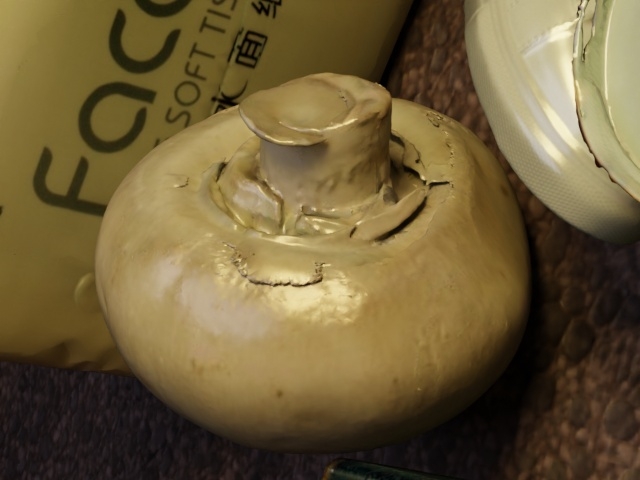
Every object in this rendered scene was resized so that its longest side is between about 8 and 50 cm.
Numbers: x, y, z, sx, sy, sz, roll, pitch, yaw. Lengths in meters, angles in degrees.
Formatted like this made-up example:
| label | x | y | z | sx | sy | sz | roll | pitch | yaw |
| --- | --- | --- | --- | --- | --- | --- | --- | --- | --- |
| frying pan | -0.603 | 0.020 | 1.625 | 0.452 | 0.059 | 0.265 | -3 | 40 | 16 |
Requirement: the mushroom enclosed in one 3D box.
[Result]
| label | x | y | z | sx | sy | sz | roll | pitch | yaw |
| --- | --- | --- | --- | --- | --- | --- | --- | --- | --- |
| mushroom | 0.000 | 0.000 | 0.836 | 0.202 | 0.246 | 0.246 | 93 | 158 | -43 |

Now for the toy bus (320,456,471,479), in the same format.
| label | x | y | z | sx | sy | sz | roll | pitch | yaw |
| --- | --- | --- | --- | --- | --- | --- | --- | --- | --- |
| toy bus | 0.109 | 0.199 | 0.725 | 0.275 | 0.138 | 0.167 | 3 | 80 | 56 |

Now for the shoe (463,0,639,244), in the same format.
| label | x | y | z | sx | sy | sz | roll | pitch | yaw |
| --- | --- | --- | --- | --- | --- | --- | --- | --- | --- |
| shoe | 0.160 | -0.177 | 0.783 | 0.160 | 0.131 | 0.363 | -41 | 42 | 42 |

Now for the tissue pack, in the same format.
| label | x | y | z | sx | sy | sz | roll | pitch | yaw |
| --- | --- | --- | --- | --- | --- | --- | --- | --- | --- |
| tissue pack | -0.129 | -0.122 | 0.984 | 0.205 | 0.331 | 0.405 | 35 | 107 | 49 |

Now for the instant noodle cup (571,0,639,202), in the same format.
| label | x | y | z | sx | sy | sz | roll | pitch | yaw |
| --- | --- | --- | --- | --- | --- | --- | --- | --- | --- |
| instant noodle cup | 0.227 | -0.072 | 0.616 | 0.230 | 0.182 | 0.230 | -20 | 63 | 48 |
